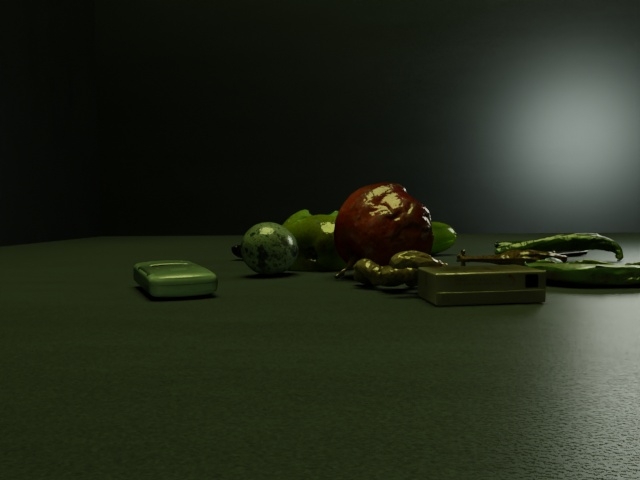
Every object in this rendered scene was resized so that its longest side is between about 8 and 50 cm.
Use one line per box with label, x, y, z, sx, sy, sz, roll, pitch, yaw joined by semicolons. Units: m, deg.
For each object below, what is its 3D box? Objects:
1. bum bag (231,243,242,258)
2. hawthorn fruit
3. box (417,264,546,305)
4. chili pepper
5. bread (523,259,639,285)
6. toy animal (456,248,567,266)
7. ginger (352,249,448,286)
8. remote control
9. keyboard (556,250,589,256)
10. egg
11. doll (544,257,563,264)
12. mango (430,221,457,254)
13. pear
bum bag;-0.181;0.034;2.322;0.232;0.060;0.106;4;-3;42
hawthorn fruit;0.126;-0.002;1.751;0.271;0.242;0.242;-36;18;-22
box;0.288;0.079;1.340;0.201;0.058;0.141;-1;3;-7
chili pepper;0.691;0.019;2.161;0.358;0.077;0.085;-2;20;20
bread;0.592;0.067;1.611;0.301;0.045;0.301;1;2;0
toy animal;0.493;0.049;1.917;0.275;0.054;0.149;-1;0;9
ginger;0.159;0.069;1.515;0.149;0.065;0.258;14;-16;-20
remote control;-0.304;0.079;1.541;0.140;0.056;0.296;-4;5;-21
keyboard;0.726;0.040;2.286;0.231;0.023;0.072;-4;11;-31
egg;-0.122;0.022;1.848;0.132;0.132;0.172;1;-8;34
doll;0.565;0.061;1.781;0.114;0.039;0.057;7;41;-33
mango;0.336;-0.002;2.418;0.232;0.111;0.125;-15;-6;-21
pear;0.000;0.000;2.033;0.292;0.160;0.292;0;6;0
